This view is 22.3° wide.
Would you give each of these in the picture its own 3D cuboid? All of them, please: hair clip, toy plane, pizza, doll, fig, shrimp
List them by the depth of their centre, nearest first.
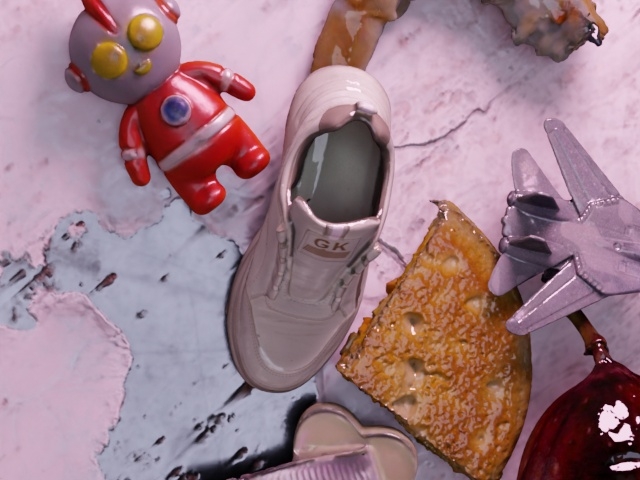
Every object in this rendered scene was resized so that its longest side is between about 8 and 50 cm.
[{"bbox_3d":[-0.150,-0.142,1.489,0.142,0.076,0.245,-38,103,-6],"label":"doll"},{"bbox_3d":[0.274,0.187,1.514,0.186,0.203,0.250,4,99,31],"label":"fig"},{"bbox_3d":[0.113,-0.224,1.531,0.287,0.068,0.185,-21,95,-6],"label":"shrimp"},{"bbox_3d":[-0.010,0.241,1.541,0.218,0.071,0.159,-16,103,-2],"label":"hair clip"},{"bbox_3d":[0.106,0.109,1.557,0.197,0.058,0.292,-13,95,-11],"label":"pizza"},{"bbox_3d":[0.292,0.012,1.572,0.267,0.088,0.212,16,79,-22],"label":"toy plane"}]

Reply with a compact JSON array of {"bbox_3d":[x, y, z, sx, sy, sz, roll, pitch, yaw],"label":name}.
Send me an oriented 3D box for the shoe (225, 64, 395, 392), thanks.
[{"bbox_3d":[0.000,0.000,1.471,0.124,0.159,0.316,11,97,-10],"label":"shoe"}]
